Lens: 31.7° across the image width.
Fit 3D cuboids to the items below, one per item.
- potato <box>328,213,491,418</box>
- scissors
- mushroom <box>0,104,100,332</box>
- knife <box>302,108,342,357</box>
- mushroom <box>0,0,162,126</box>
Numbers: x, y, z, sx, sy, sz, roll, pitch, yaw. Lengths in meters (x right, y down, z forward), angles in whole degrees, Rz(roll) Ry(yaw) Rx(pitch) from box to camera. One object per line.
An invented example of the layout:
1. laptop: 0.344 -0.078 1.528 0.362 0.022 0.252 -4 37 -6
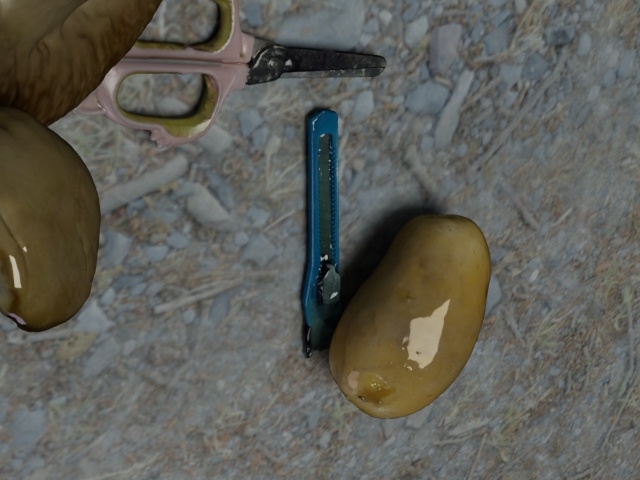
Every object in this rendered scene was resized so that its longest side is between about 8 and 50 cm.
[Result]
1. potato: 0.103 0.081 1.196 0.146 0.150 0.234 33 93 -6
2. scissors: -0.066 -0.155 0.977 0.317 0.024 0.160 -4 118 -38
3. mushroom: -0.311 0.028 0.698 0.407 0.138 0.154 -12 156 23
4. knife: 0.001 0.001 1.136 0.044 0.026 0.297 -14 127 -18
5. mushroom: -0.144 -0.186 0.683 0.356 0.331 0.334 37 62 -9
